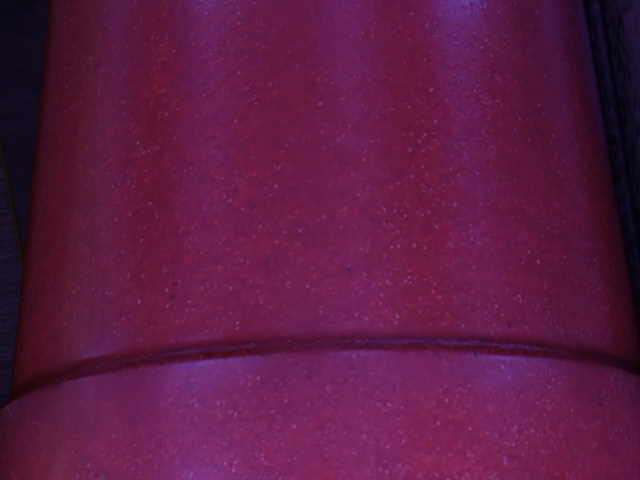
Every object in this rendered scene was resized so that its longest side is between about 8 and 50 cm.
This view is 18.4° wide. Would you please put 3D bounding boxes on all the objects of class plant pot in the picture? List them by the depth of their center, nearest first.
[{"bbox_3d":[0.000,0.000,0.743,0.272,0.272,0.265,85,-178,-75],"label":"plant pot"}]
